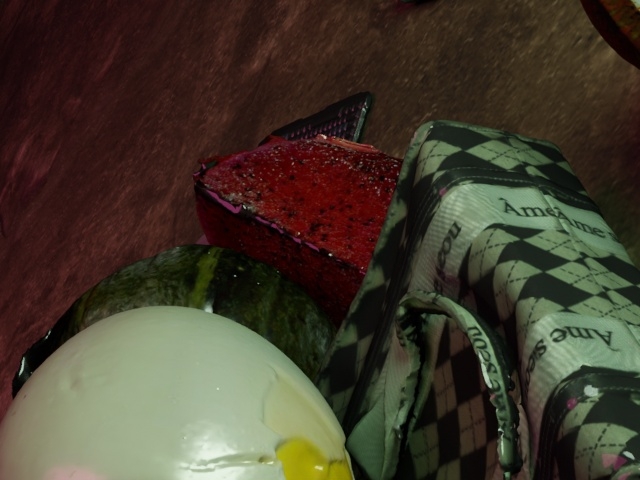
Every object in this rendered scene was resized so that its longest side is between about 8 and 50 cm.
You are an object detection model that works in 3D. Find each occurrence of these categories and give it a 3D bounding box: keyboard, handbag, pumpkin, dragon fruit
[{"bbox_3d":[-0.020,-0.102,1.877,0.262,0.016,0.106,-17,53,59],"label":"keyboard"},{"bbox_3d":[0.127,0.148,1.190,0.316,0.180,0.416,-64,28,26],"label":"handbag"},{"bbox_3d":[-0.114,0.156,1.500,0.320,0.320,0.192,-54,7,26],"label":"pumpkin"},{"bbox_3d":[0.000,0.000,1.556,0.163,0.262,0.189,-20,-47,-59],"label":"dragon fruit"}]

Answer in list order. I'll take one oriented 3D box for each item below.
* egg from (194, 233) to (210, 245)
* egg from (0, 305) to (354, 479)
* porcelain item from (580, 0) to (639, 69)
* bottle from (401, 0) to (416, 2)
[{"bbox_3d":[-0.076,0.059,1.688,0.151,0.151,0.209,-47,23,36],"label":"egg"},{"bbox_3d":[-0.114,0.195,1.224,0.283,0.283,0.345,-56,24,22],"label":"egg"},{"bbox_3d":[0.306,-0.220,1.131,0.253,0.253,0.253,-46,31,38],"label":"porcelain item"},{"bbox_3d":[0.112,-0.275,1.745,0.083,0.030,0.030,0,69,63],"label":"bottle"}]
